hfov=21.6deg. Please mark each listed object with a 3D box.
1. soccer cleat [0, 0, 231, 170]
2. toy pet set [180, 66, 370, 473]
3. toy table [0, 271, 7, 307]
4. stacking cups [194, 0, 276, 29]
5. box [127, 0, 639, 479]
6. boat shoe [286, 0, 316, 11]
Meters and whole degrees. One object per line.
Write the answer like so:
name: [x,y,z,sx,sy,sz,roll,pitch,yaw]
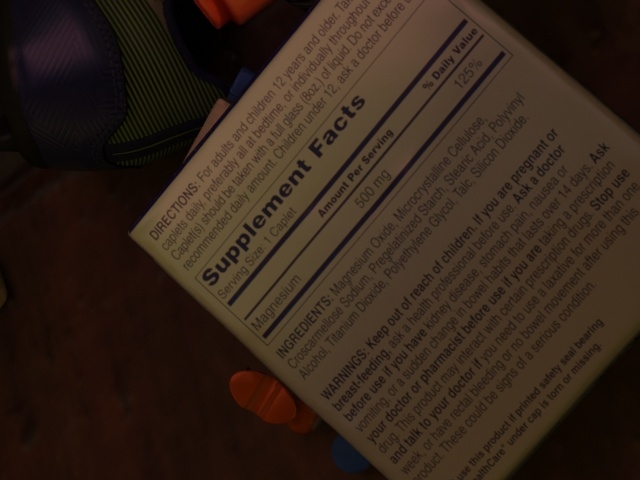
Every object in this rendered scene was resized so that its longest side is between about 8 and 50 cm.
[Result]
soccer cleat: [-0.078,-0.156,0.714,0.121,0.093,0.289,-3,62,5]
toy pet set: [0.000,0.000,0.605,0.114,0.065,0.122,31,96,6]
toy table: [-0.269,0.066,0.705,0.274,0.161,0.252,-30,57,26]
stacking cups: [0.073,-0.187,0.521,0.316,0.096,0.096,-34,52,-1]
box: [0.036,-0.004,0.520,0.137,0.072,0.126,43,101,10]
boat shoe: [0.024,-0.197,0.643,0.077,0.070,0.219,15,82,41]
